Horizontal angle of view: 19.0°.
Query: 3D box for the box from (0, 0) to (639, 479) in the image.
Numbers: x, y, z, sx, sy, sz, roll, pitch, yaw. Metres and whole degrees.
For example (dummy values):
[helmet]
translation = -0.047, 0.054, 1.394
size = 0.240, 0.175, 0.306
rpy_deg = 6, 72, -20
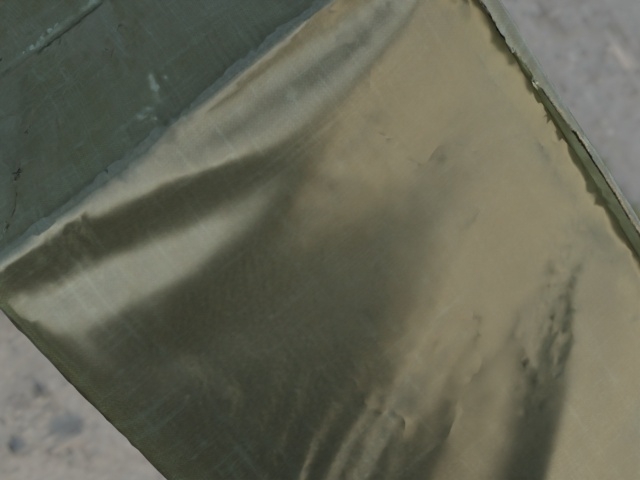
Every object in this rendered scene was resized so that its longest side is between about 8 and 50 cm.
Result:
[box]
translation = 0.000, 0.000, 0.581
size = 0.231, 0.149, 0.155
rpy_deg = 53, -1, -39
